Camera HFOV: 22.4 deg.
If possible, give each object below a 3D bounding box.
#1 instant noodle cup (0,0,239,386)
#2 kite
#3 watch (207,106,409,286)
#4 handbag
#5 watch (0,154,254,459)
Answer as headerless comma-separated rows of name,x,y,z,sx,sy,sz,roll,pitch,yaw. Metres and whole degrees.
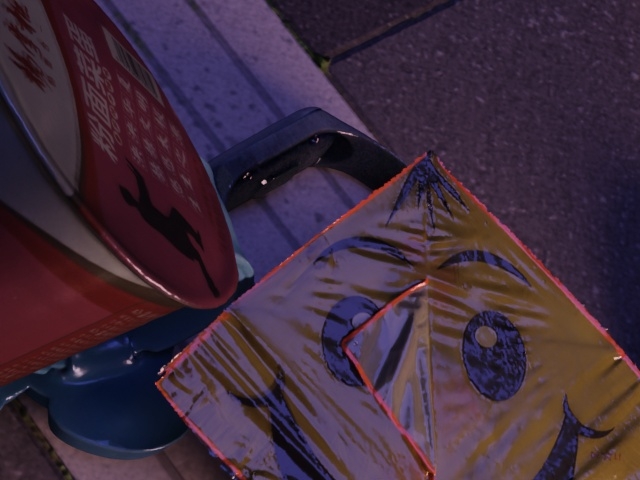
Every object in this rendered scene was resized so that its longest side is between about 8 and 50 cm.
instant noodle cup,-0.182,-0.022,0.891,0.235,0.178,0.235,54,14,-20
kite,0.077,0.090,1.075,0.378,0.013,0.327,4,69,-14
watch,0.000,0.000,1.239,0.206,0.068,0.193,-32,76,-37
handbag,0.079,0.179,1.115,0.205,0.116,0.179,2,69,-17
watch,-0.150,0.026,1.075,0.211,0.193,0.211,13,54,-18
